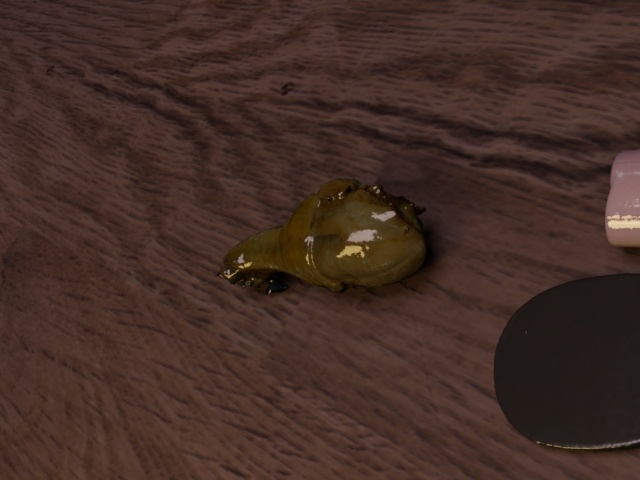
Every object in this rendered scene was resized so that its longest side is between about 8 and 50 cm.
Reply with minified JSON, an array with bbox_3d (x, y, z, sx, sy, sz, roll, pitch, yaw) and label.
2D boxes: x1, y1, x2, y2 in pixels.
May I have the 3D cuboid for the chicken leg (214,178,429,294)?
[{"bbox_3d":[0.000,0.000,0.835,0.227,0.088,0.103,-8,67,40],"label":"chicken leg"}]

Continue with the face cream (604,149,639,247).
[{"bbox_3d":[0.305,-0.033,0.640,0.198,0.057,0.084,-1,61,39],"label":"face cream"}]

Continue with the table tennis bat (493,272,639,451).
[{"bbox_3d":[0.237,0.079,0.640,0.246,0.022,0.138,-13,55,32],"label":"table tennis bat"}]
